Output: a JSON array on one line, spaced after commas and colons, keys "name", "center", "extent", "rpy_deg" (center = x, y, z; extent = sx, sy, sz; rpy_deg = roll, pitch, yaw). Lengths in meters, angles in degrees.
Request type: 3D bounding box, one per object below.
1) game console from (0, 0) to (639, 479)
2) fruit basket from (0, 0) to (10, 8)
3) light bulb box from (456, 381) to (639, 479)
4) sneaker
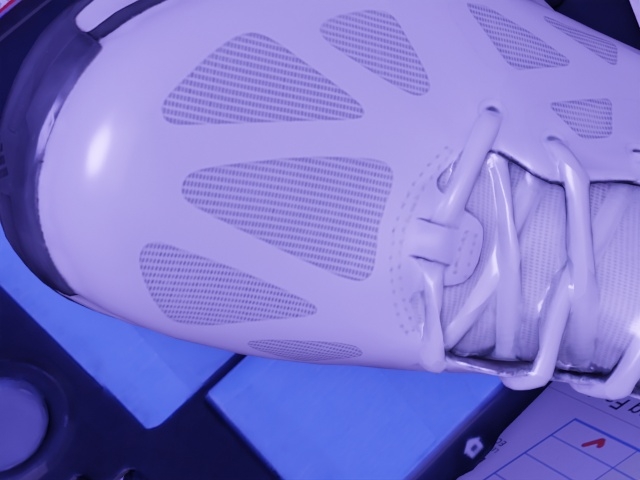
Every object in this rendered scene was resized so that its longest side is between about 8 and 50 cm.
[{"name": "game console", "center": [0.000, 0.000, 0.485], "extent": [0.386, 0.060, 0.342], "rpy_deg": [-42, 121, -10]}, {"name": "fruit basket", "center": [-0.145, -0.264, 0.449], "extent": [0.327, 0.165, 0.353], "rpy_deg": [34, 86, -24]}, {"name": "light bulb box", "center": [0.227, 0.202, 0.574], "extent": [0.361, 0.358, 0.225], "rpy_deg": [-31, 108, -14]}, {"name": "sneaker", "center": [0.133, 0.000, 0.382], "extent": [0.447, 0.257, 0.169], "rpy_deg": [2, 109, -33]}]
